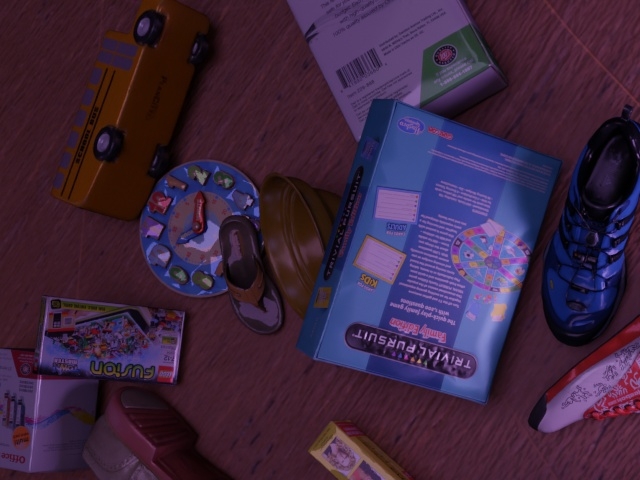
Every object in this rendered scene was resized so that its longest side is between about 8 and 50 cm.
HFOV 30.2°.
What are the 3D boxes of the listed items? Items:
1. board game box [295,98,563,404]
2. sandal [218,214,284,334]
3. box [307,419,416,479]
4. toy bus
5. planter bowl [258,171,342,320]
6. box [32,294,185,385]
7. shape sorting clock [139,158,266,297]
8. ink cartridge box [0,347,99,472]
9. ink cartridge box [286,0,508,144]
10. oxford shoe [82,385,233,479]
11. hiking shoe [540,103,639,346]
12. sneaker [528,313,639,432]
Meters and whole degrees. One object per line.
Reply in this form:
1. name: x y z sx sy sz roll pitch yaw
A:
1. board game box: 0.140 0.016 1.523 0.254 0.079 0.336 17 91 -21
2. sandal: -0.105 0.052 1.693 0.072 0.049 0.180 -15 94 7
3. box: 0.094 0.336 1.582 0.232 0.087 0.058 39 97 22
4. toy bus: -0.283 -0.199 1.767 0.130 0.108 0.332 20 92 45
5. planter bowl: 0.000 0.000 1.630 0.090 0.217 0.217 -18 74 -22
6. box: -0.304 0.146 1.712 0.036 0.207 0.114 -2 81 63
7. shape sorting clock: -0.176 -0.018 1.753 0.206 0.040 0.206 -3 83 22
8. ink cartridge box: -0.421 0.251 1.764 0.128 0.127 0.176 1 85 33
9. ink cartridge box: 0.096 -0.295 1.631 0.211 0.121 0.289 -29 74 16
10. oxford shoe: -0.195 0.393 1.676 0.146 0.140 0.397 -51 61 20
11. hiking shoe: 0.338 -0.017 1.497 0.113 0.132 0.304 13 89 23
12. sneaker: 0.398 0.190 1.473 0.270 0.090 0.145 -42 69 10
